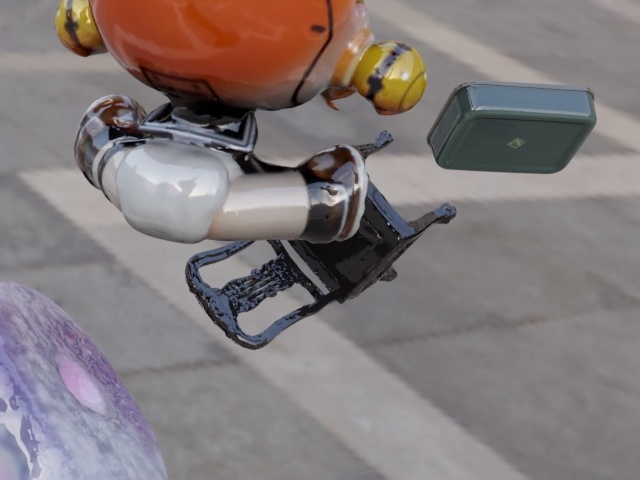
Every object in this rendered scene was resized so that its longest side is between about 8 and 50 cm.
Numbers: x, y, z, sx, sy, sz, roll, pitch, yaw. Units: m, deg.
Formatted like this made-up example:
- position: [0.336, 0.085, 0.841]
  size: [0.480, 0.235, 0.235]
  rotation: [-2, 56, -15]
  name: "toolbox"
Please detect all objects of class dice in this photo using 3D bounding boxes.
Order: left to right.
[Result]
- position: [-0.330, 0.216, 1.603]
  size: [0.270, 0.271, 0.270]
  rotation: [55, 9, 16]
  name: "dice"

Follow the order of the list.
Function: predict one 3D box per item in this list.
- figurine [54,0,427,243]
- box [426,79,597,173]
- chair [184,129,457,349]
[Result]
- position: [-0.077, -0.164, 1.279]
  size: [0.320, 0.323, 0.196]
  rotation: [11, 16, 20]
  name: "figurine"
- position: [0.156, -0.089, 1.354]
  size: [0.126, 0.091, 0.031]
  rotation: [2, 56, -21]
  name: "box"
- position: [0.000, 0.000, 1.465]
  size: [0.106, 0.113, 0.229]
  rotation: [49, 37, 12]
  name: "chair"
